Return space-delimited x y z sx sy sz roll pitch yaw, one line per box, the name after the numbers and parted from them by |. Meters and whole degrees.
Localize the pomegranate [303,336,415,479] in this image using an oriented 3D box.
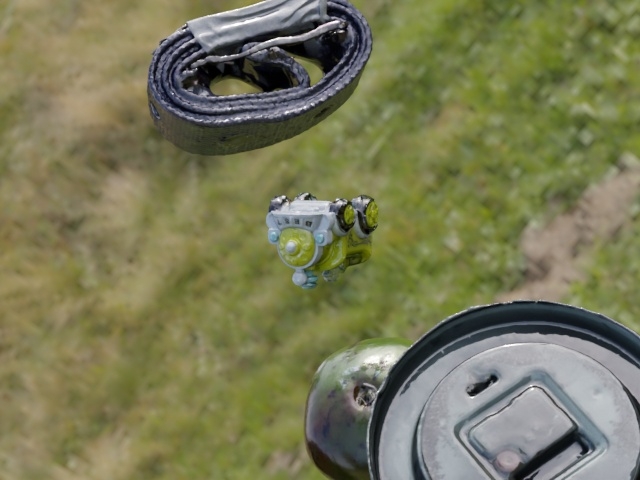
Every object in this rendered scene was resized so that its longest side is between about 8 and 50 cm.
0.078 0.207 1.998 0.181 0.224 0.181 -9 55 13 | pomegranate

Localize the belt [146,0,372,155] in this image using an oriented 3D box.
-0.062 -0.175 1.872 0.230 0.139 0.126 -18 -10 -10 | belt

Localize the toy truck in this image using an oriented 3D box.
0.000 0.000 1.573 0.076 0.111 0.077 3 97 29 | toy truck

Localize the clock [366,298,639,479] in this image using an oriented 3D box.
0.198 0.201 1.759 0.313 0.061 0.312 -4 55 5 | clock
